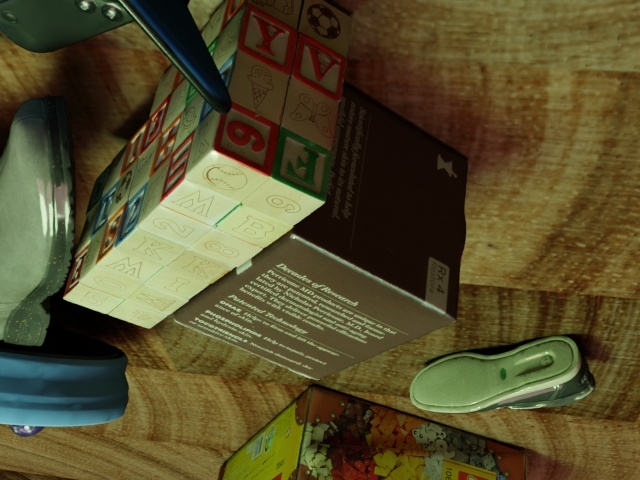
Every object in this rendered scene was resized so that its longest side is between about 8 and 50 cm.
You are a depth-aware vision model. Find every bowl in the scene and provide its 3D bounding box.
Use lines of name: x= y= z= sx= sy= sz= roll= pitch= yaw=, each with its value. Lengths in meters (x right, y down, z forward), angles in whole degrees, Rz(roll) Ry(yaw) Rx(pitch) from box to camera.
bowl: x=-0.426 y=0.140 z=1.025 sx=0.391 sy=0.077 sz=0.391 roll=12 pitch=176 yaw=1

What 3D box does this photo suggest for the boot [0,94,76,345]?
boot: x=-0.343 y=0.000 z=0.739 sx=0.222 sy=0.118 sz=0.338 roll=6 pitch=139 yaw=-24

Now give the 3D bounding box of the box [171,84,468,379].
box: x=0.000 y=0.000 z=0.748 sx=0.167 sy=0.168 sz=0.203 roll=27 pitch=143 yaw=-25

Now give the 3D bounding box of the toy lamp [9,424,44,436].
toy lamp: x=-0.514 y=0.236 z=1.342 sx=0.080 sy=0.080 sz=0.275 roll=5 pitch=146 yaw=9

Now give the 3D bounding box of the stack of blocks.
stack of blocks: x=-0.101 y=-0.059 z=0.681 sx=0.087 sy=0.171 sz=0.297 roll=24 pitch=146 yaw=-26

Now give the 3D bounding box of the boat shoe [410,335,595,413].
boat shoe: x=0.221 y=0.183 z=1.043 sx=0.233 sy=0.084 sz=0.079 roll=-17 pitch=138 yaw=31

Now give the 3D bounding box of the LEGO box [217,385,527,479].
LEGO box: x=0.050 y=0.458 z=1.412 sx=0.372 sy=0.193 sz=0.500 roll=20 pitch=146 yaw=-13

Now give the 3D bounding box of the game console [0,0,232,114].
game console: x=-0.213 y=-0.197 z=0.506 sx=0.250 sy=0.173 sz=0.293 roll=-10 pitch=141 yaw=29
